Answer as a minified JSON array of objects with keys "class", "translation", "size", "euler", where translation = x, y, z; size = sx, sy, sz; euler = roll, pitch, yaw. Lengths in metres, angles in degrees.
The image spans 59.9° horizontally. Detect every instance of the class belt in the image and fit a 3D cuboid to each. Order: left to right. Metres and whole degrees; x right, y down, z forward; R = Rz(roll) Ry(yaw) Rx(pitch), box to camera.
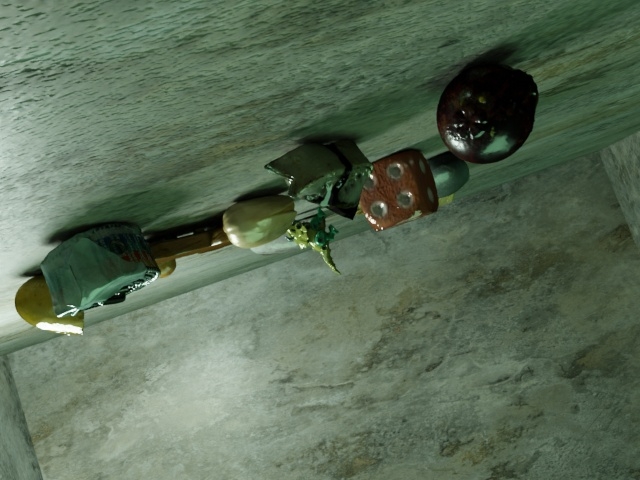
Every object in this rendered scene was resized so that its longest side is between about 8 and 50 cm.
[{"class":"belt","translation":[-0.456,0.060,1.171],"size":[0.207,0.150,0.257],"euler":[-28,175,4]}]

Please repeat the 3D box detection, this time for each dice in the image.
[{"class":"dice","translation":[0.209,-0.129,1.479],"size":[0.174,0.179,0.175],"euler":[-21,172,26]}]

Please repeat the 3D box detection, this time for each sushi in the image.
[{"class":"sushi","translation":[0.012,-0.142,1.058],"size":[0.109,0.134,0.273],"euler":[-36,154,24]}]

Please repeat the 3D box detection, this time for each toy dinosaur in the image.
[{"class":"toy dinosaur","translation":[0.000,0.000,1.863],"size":[0.153,0.259,0.094],"euler":[-46,178,-2]}]

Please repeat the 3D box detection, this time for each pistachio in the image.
[{"class":"pistachio","translation":[-0.140,-0.047,1.348],"size":[0.200,0.117,0.145],"euler":[-15,-172,-34]}]

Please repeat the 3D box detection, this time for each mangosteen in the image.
[{"class":"mangosteen","translation":[0.281,-0.215,0.942],"size":[0.172,0.172,0.184],"euler":[-21,-166,24]}]

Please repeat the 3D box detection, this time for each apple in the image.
[{"class":"apple","translation":[-0.469,0.069,1.641],"size":[0.084,0.084,0.071],"euler":[-19,154,-1]}]

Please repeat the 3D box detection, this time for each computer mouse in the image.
[{"class":"computer mouse","translation":[0.372,-0.188,1.816],"size":[0.203,0.114,0.374],"euler":[-20,176,1]}]

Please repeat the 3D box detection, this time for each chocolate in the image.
[{"class":"chocolate","translation":[-0.119,-0.007,2.079],"size":[0.303,0.100,0.185],"euler":[-16,178,2]}]

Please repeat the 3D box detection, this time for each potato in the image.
[{"class":"potato","translation":[-0.667,0.152,1.374],"size":[0.158,0.178,0.203],"euler":[-1,-173,-21]}]

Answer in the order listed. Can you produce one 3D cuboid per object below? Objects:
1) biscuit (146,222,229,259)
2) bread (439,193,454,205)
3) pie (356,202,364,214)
[{"class":"biscuit","translation":[-0.303,-0.007,1.493],"size":[0.432,0.064,0.283],"euler":[-16,179,-25]},{"class":"bread","translation":[0.392,-0.214,2.111],"size":[0.240,0.135,0.178],"euler":[-17,141,-11]},{"class":"pie","translation":[0.166,-0.146,1.717],"size":[0.193,0.079,0.163],"euler":[-14,165,-48]}]
